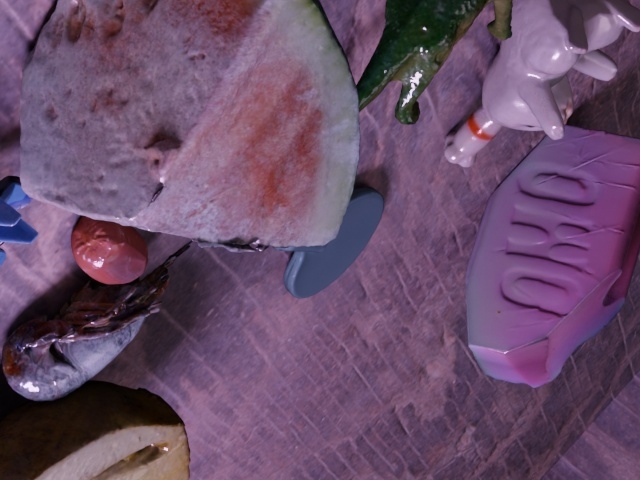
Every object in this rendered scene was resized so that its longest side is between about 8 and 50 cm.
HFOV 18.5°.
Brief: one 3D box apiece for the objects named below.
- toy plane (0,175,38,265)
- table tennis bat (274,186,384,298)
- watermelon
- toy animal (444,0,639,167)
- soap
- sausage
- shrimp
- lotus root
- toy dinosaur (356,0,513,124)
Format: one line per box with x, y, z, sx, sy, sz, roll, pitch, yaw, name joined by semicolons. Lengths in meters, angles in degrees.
-0.325;0.031;1.523;0.246;0.078;0.169;-41;157;-3;toy plane
0.000;0.000;2.125;0.149;0.038;0.237;-52;162;11;table tennis bat
-0.120;-0.103;1.545;0.258;0.228;0.387;-30;147;-19;watermelon
0.245;-0.177;2.161;0.140;0.138;0.282;-37;156;-38;toy animal
0.293;0.020;2.463;0.109;0.192;0.324;59;47;-61;soap
-0.189;0.009;1.761;0.059;0.054;0.094;-49;157;-2;sausage
-0.199;0.066;1.815;0.233;0.079;0.090;-40;-168;-28;shrimp
-0.260;0.228;1.856;0.260;0.149;0.267;-38;151;-17;lotus root
0.124;-0.266;1.867;0.447;0.087;0.301;-46;159;-26;toy dinosaur
